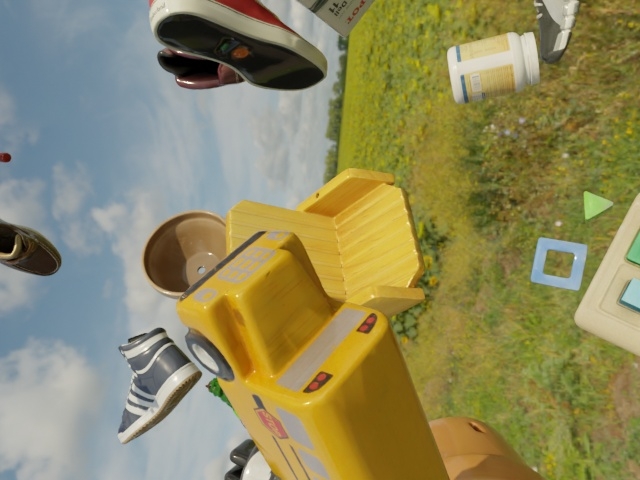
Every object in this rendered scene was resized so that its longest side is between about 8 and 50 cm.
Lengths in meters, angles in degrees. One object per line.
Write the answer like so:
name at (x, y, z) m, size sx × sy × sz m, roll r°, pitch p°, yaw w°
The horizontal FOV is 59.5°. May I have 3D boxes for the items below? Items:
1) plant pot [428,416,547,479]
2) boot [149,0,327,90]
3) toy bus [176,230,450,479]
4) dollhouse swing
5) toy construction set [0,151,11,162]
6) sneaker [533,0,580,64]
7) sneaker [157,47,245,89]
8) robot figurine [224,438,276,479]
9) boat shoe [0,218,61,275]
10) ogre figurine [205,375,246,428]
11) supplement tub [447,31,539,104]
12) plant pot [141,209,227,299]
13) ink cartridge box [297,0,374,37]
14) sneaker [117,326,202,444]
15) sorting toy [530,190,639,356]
plant pot at (0.225, 0.417, 0.868) m, size 0.203 × 0.291 × 0.290 m, roll -79°, pitch -6°, yaw -71°
boot at (-0.090, -0.285, 0.659) m, size 0.244 × 0.088 × 0.176 m, roll 10°, pitch -116°, yaw -48°
toy bus at (0.014, 0.156, 0.473) m, size 0.108 × 0.130 × 0.332 m, roll -42°, pitch -57°, yaw -33°
dollhouse swing at (0.000, 0.000, 1.257) m, size 0.315 × 0.305 × 0.346 m, roll -34°, pitch 49°, yaw 35°
toy construction set at (-0.890, -0.245, 1.235) m, size 0.309 × 0.237 × 0.257 m, roll 40°, pitch -116°, yaw -52°
sneaker at (0.307, -0.377, 0.808) m, size 0.086 × 0.132 × 0.228 m, roll -49°, pitch -34°, yaw -68°
sneaker at (-0.191, -0.316, 0.839) m, size 0.281 × 0.162 × 0.106 m, roll 41°, pitch 150°, yaw 31°
robot figurine at (-0.082, 0.567, 1.320) m, size 0.173 × 0.278 × 0.209 m, roll -58°, pitch -24°, yaw -43°
boat shoe at (-0.797, 0.013, 1.422) m, size 0.123 × 0.123 × 0.342 m, roll 40°, pitch 171°, yaw 40°
ogre figurine at (-0.170, 0.304, 1.172) m, size 0.097 × 0.118 × 0.197 m, roll -49°, pitch -37°, yaw -30°
supplement tub at (0.420, -0.421, 1.366) m, size 0.144 × 0.200 × 0.144 m, roll -8°, pitch -90°, yaw -72°
plant pot at (-0.308, 0.050, 1.377) m, size 0.109 × 0.237 × 0.237 m, roll 74°, pitch -161°, yaw -59°
ink cartridge box at (0.003, -0.334, 0.598) m, size 0.153 × 0.087 × 0.208 m, roll -49°, pitch -23°, yaw 18°
sneaker at (-0.362, 0.291, 1.145) m, size 0.282 × 0.153 × 0.099 m, roll -47°, pitch -13°, yaw 29°
sorting toy at (0.434, 0.056, 0.667) m, size 0.196 × 0.348 × 0.047 m, roll -64°, pitch -26°, yaw 3°
